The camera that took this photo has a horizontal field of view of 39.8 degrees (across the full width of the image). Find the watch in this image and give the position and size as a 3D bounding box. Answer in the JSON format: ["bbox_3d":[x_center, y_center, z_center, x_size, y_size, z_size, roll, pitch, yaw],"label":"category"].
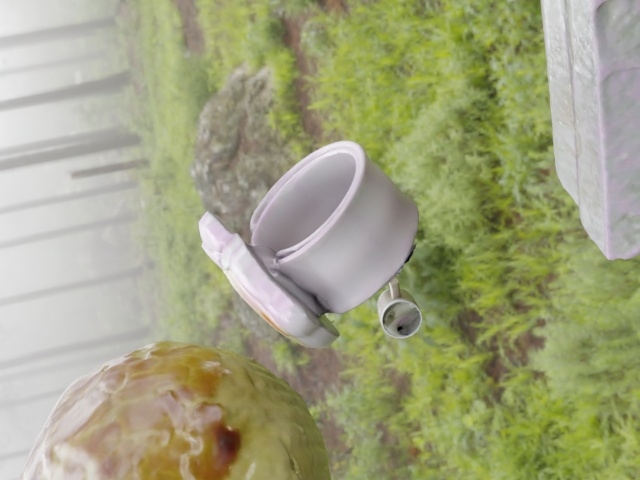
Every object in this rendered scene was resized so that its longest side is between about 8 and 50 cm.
[{"bbox_3d":[0.000,0.000,1.049,0.211,0.217,0.248,44,179,-24],"label":"watch"}]

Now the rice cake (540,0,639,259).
[{"bbox_3d":[0.168,-0.119,0.537,0.298,0.050,0.106,67,-173,-46],"label":"rice cake"}]

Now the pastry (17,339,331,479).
[{"bbox_3d":[-0.183,0.301,1.040,0.312,0.388,0.389,18,-129,-52],"label":"pastry"}]

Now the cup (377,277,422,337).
[{"bbox_3d":[0.134,0.119,1.623,0.102,0.074,0.099,52,-175,-11],"label":"cup"}]
